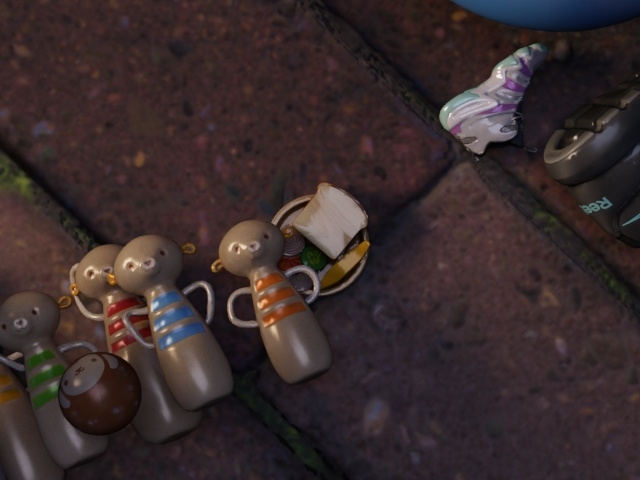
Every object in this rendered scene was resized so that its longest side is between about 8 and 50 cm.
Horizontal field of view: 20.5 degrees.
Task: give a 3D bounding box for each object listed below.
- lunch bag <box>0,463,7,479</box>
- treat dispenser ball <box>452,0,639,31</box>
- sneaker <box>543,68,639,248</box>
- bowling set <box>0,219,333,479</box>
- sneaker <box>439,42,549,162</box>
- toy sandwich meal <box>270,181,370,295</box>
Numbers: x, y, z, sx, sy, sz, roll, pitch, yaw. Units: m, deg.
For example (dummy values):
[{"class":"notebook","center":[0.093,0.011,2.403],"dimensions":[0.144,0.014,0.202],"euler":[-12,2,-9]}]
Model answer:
[{"class":"lunch bag","center":[-0.282,0.150,1.116],"dimensions":[0.115,0.243,0.303],"euler":[-27,104,2]},{"class":"treat dispenser ball","center":[0.168,-0.289,1.232],"dimensions":[0.288,0.288,0.288],"euler":[0,80,0]},{"class":"sneaker","center":[0.288,-0.106,1.311],"dimensions":[0.267,0.101,0.106],"euler":[-40,102,-5]},{"class":"bowling set","center":[-0.138,0.060,1.218],"dimensions":[0.287,0.200,0.154],"euler":[-24,78,-4]},{"class":"sneaker","center":[0.145,-0.097,1.328],"dimensions":[0.098,0.038,0.069],"euler":[-38,83,4]},{"class":"toy sandwich meal","center":[0.000,0.000,1.312],"dimensions":[0.086,0.029,0.085],"euler":[0,80,0]}]
